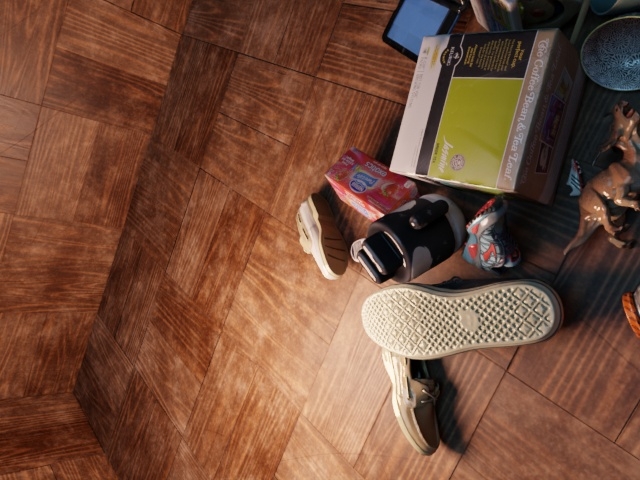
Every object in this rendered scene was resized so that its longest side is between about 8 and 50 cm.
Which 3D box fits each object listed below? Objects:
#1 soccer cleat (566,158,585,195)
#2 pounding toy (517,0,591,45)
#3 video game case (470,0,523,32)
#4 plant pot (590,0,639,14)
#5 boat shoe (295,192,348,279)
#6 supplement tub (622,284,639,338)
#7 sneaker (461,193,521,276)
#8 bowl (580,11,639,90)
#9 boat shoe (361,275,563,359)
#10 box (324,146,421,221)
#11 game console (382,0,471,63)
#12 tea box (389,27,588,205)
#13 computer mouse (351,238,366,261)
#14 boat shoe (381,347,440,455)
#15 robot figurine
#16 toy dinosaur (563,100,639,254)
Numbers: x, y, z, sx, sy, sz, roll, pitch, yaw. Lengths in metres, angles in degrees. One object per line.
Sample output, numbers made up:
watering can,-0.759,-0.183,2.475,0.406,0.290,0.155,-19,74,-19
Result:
soccer cleat,0.555,-0.138,1.110,0.036,0.029,0.083,-16,78,37
pounding toy,0.476,-0.499,1.082,0.154,0.269,0.154,10,91,0
video game case,0.407,-0.533,1.180,0.023,0.212,0.193,-37,59,13
plant pot,0.653,-0.577,0.940,0.195,0.290,0.290,3,85,8
boat shoe,0.000,0.000,1.567,0.103,0.113,0.302,-41,48,34
supplement tub,0.664,0.112,0.912,0.190,0.117,0.117,-27,67,39
sneaker,0.399,-0.004,1.123,0.104,0.262,0.125,-44,64,-12
bowl,0.624,-0.394,1.018,0.170,0.170,0.080,5,53,44
boat shoe,0.320,0.178,1.199,0.500,0.156,0.186,-12,82,39
box,0.149,-0.135,1.399,0.122,0.128,0.257,-46,51,-6
game console,0.241,-0.645,1.346,0.173,0.250,0.293,-37,42,4
tea box,0.381,-0.276,1.161,0.323,0.220,0.329,20,98,44
computer mouse,0.174,0.017,1.442,0.193,0.042,0.106,-11,81,36
boat shoe,0.245,0.380,1.281,0.098,0.109,0.302,-35,56,36
robot figurine,0.225,-0.006,1.239,0.209,0.278,0.173,17,131,62
toy dinosaur,0.585,-0.109,1.021,0.295,0.127,0.200,-61,41,35
